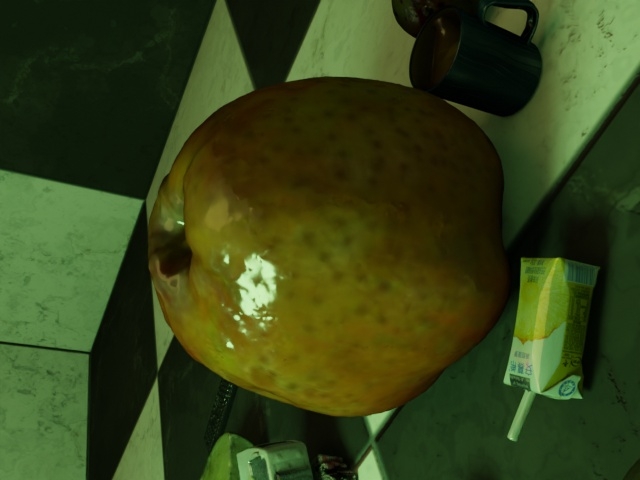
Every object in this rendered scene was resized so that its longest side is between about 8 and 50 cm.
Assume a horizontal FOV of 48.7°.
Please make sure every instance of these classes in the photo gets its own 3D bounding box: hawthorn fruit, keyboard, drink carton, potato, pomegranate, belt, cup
[{"bbox_3d":[0.000,0.000,0.935,0.471,0.471,0.472,-38,46,54],"label":"hawthorn fruit"},{"bbox_3d":[-0.232,0.377,1.726,0.101,0.018,0.310,43,118,62],"label":"keyboard"},{"bbox_3d":[0.248,0.120,0.771,0.084,0.074,0.200,1,81,65],"label":"drink carton"},{"bbox_3d":[-0.166,0.521,1.425,0.269,0.112,0.255,-10,67,60],"label":"potato"},{"bbox_3d":[0.176,-0.384,1.079,0.148,0.148,0.169,-57,25,37],"label":"pomegranate"},{"bbox_3d":[-0.015,0.416,1.217,0.232,0.053,0.071,-41,42,53],"label":"belt"},{"bbox_3d":[0.214,-0.238,0.925,0.150,0.138,0.114,-34,50,56],"label":"cup"}]

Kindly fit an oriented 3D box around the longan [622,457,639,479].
[{"bbox_3d":[0.302,0.234,0.431,0.258,0.258,0.258,-38,46,54],"label":"longan"}]

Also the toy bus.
[{"bbox_3d":[-0.050,0.494,1.130,0.138,0.097,0.343,-42,56,51],"label":"toy bus"}]
